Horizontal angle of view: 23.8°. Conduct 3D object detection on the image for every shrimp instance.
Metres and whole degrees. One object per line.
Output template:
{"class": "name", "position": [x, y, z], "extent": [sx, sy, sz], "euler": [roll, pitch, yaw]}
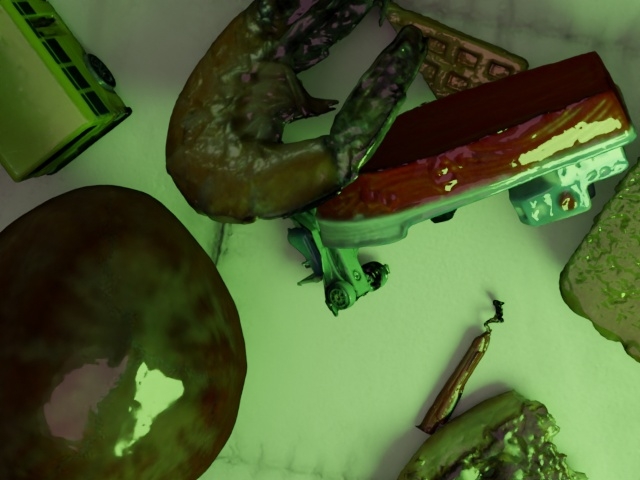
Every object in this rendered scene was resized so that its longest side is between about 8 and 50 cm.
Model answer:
{"class": "shrimp", "position": [0.018, -0.196, 1.509], "extent": [0.445, 0.085, 0.272], "euler": [-47, 46, 6]}

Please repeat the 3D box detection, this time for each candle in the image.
{"class": "candle", "position": [0.155, 0.136, 1.619], "extent": [0.026, 0.021, 0.167], "euler": [37, 105, 26]}

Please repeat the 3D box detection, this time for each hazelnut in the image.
{"class": "hazelnut", "position": [-0.230, 0.124, 1.532], "extent": [0.366, 0.366, 0.366], "euler": [2, 99, 11]}

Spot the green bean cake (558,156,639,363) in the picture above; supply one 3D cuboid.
{"class": "green bean cake", "position": [0.382, 0.019, 1.505], "extent": [0.233, 0.124, 0.236], "euler": [35, 103, 5]}

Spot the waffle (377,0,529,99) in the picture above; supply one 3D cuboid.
{"class": "waffle", "position": [0.110, -0.170, 1.582], "extent": [0.191, 0.032, 0.125], "euler": [23, 105, 10]}

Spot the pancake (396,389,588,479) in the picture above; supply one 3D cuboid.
{"class": "pancake", "position": [0.199, 0.293, 1.629], "extent": [0.244, 0.057, 0.266], "euler": [27, 107, -3]}

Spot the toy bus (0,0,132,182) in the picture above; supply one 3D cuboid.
{"class": "toy bus", "position": [-0.334, -0.200, 1.598], "extent": [0.128, 0.150, 0.262], "euler": [-36, 92, 15]}

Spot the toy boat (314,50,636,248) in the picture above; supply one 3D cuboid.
{"class": "toy boat", "position": [0.148, -0.064, 1.506], "extent": [0.332, 0.145, 0.133], "euler": [-18, 118, 11]}

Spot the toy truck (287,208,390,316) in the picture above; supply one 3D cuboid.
{"class": "toy truck", "position": [0.001, 0.001, 1.609], "extent": [0.078, 0.080, 0.154], "euler": [-23, 94, 40]}
